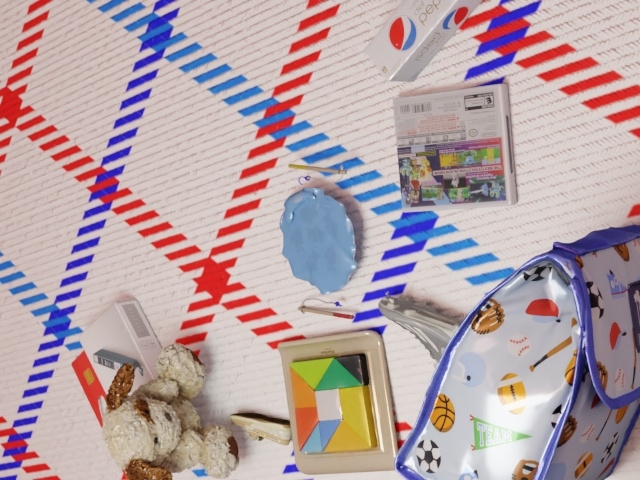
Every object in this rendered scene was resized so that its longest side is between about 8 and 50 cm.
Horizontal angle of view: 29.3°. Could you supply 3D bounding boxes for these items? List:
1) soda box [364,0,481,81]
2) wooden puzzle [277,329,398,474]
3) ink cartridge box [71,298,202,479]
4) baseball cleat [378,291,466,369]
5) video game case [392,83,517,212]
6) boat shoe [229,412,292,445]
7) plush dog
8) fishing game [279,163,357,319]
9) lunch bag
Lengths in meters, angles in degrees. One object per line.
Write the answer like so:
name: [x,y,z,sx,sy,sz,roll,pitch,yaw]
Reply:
soda box: [0.165,-0.340,1.867,0.216,0.069,0.074,-48,66,32]
wooden puzzle: [0.025,0.279,2.074,0.221,0.044,0.238,-12,89,38]
ink cartridge box: [-0.387,0.306,2.403,0.261,0.066,0.296,-42,69,34]
baseball cleat: [0.171,0.155,1.925,0.206,0.072,0.109,20,114,40]
video game case: [0.205,-0.140,1.891,0.201,0.023,0.183,-3,94,38]
boat shoe: [-0.108,0.337,2.188,0.135,0.050,0.045,7,94,38]
plush dog: [-0.299,0.331,2.162,0.211,0.225,0.262,-30,75,22]
fishing game: [0.000,0.000,2.067,0.189,0.041,0.264,4,104,47]
lunch bag: [0.321,0.169,1.638,0.239,0.328,0.385,29,112,28]
